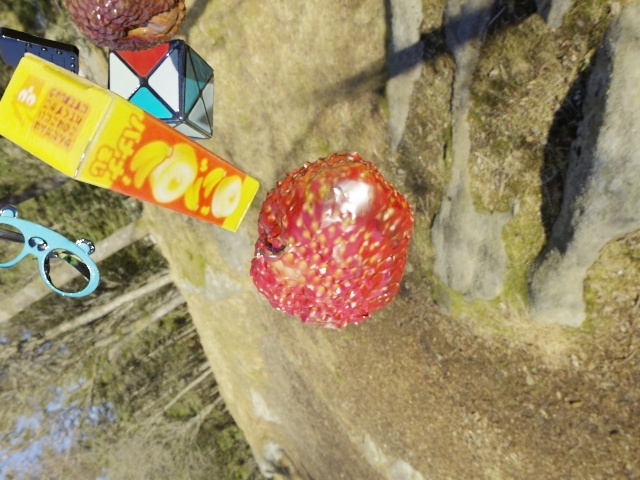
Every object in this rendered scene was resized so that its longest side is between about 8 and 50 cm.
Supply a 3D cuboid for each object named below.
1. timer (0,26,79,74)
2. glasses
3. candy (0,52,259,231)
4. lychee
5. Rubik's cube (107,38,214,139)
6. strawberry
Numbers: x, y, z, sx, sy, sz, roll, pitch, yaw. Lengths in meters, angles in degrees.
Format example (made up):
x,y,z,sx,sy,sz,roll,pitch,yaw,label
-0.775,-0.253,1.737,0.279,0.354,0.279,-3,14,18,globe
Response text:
x,y,z,sx,sy,sz,roll,pitch,yaw,label
-0.767,-0.515,1.237,0.144,0.187,0.055,-23,65,60,timer
-0.530,0.048,0.884,0.238,0.102,0.207,23,152,-1,glasses
-0.203,-0.097,0.535,0.146,0.088,0.276,26,-179,21,candy
-0.313,-0.405,0.716,0.188,0.188,0.188,45,154,30,lychee
-0.486,-0.454,1.406,0.246,0.249,0.249,-10,-80,-82,Rubik's cube
-0.001,0.002,0.723,0.292,0.292,0.343,50,177,20,strawberry
